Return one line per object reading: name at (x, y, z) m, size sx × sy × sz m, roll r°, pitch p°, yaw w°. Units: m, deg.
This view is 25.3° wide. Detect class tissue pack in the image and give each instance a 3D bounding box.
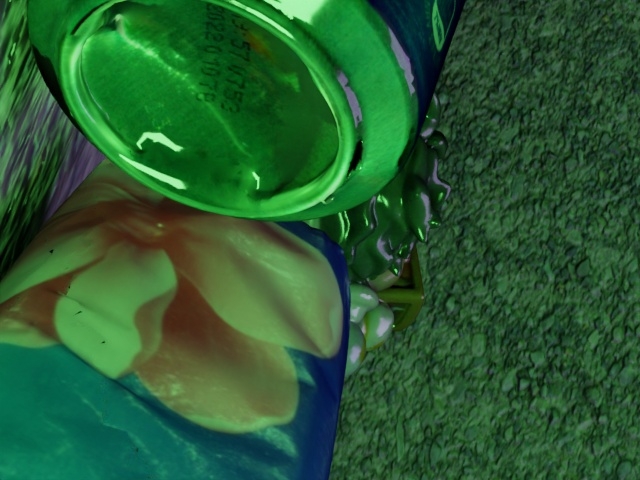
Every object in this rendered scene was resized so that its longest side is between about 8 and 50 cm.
tissue pack at (-0.085, 0.119, 0.449) m, size 0.270 × 0.137 × 0.209 m, roll -75°, pitch -175°, yaw -62°

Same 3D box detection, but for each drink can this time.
drink can at (-0.003, -0.109, 0.445) m, size 0.118 × 0.118 × 0.205 m, roll 111°, pitch 0°, yaw -51°

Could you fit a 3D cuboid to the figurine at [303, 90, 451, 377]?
figurine at (0.002, 0.003, 1.137) m, size 0.382 × 0.186 × 0.261 m, roll 105°, pitch -24°, yaw -56°
